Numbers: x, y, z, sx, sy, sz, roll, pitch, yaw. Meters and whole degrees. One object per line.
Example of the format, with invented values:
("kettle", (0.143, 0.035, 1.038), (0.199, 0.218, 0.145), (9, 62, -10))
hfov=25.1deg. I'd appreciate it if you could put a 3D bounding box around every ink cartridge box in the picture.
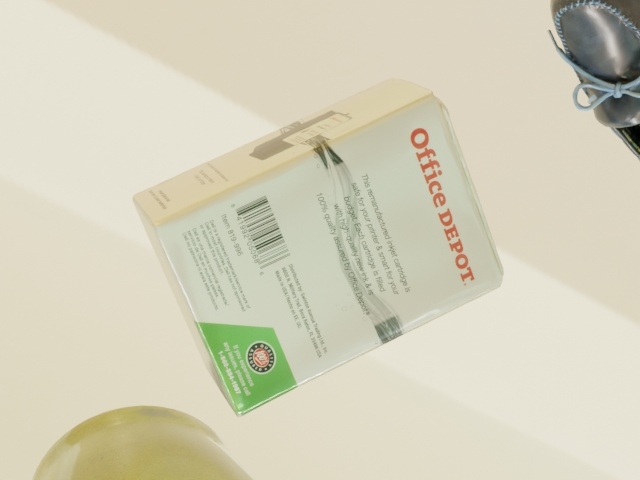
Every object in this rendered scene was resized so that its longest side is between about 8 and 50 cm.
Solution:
("ink cartridge box", (0.000, 0.000, 0.979), (0.208, 0.087, 0.153), (-25, -69, -10))

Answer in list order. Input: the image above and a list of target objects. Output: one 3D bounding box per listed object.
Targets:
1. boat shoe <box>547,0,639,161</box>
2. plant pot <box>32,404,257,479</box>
("boat shoe", (0.293, -0.140, 1.306), (0.258, 0.109, 0.089), (37, -127, -36))
("plant pot", (-0.169, 0.356, 1.472), (0.366, 0.353, 0.366), (-6, -65, -13))
